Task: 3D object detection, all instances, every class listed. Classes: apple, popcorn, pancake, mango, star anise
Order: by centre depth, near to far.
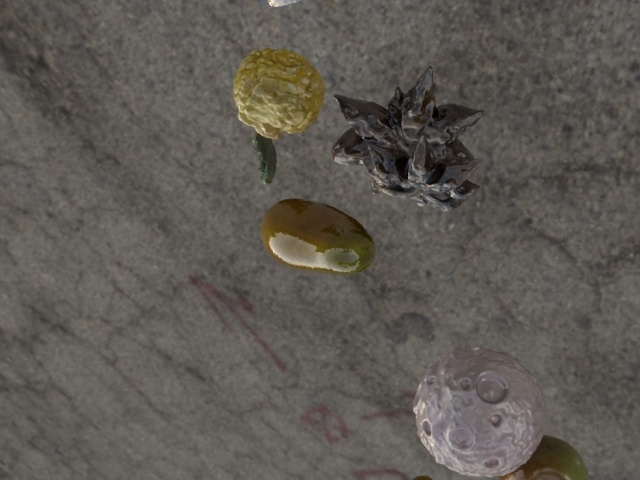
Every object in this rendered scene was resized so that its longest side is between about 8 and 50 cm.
[{"bbox_3d":[0.000,0.000,1.132,0.227,0.136,0.099,22,110,55],"label":"mango"},{"bbox_3d":[0.156,-0.105,1.333,0.230,0.081,0.262,19,170,-33],"label":"star anise"},{"bbox_3d":[-0.081,-0.274,1.487,0.180,0.180,0.170,46,177,-16],"label":"popcorn"},{"bbox_3d":[0.166,-0.211,1.561,0.316,0.108,0.315,9,135,9],"label":"star anise"},{"bbox_3d":[0.507,0.531,1.796,0.207,0.173,0.188,10,173,3],"label":"apple"},{"bbox_3d":[-0.126,-0.193,1.825,0.023,0.116,0.129,-4,102,16],"label":"pancake"}]

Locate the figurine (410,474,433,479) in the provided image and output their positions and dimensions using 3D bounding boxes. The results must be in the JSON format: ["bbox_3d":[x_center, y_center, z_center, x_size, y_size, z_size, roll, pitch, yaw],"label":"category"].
[{"bbox_3d":[0.077,0.339,0.916,0.176,0.122,0.121,-28,110,2],"label":"figurine"}]

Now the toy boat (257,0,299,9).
[{"bbox_3d":[-0.123,-0.585,1.576,0.293,0.111,0.276,57,169,-10],"label":"toy boat"}]

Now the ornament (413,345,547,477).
[{"bbox_3d":[0.311,0.331,1.554,0.260,0.259,0.225,24,149,11],"label":"ornament"}]
